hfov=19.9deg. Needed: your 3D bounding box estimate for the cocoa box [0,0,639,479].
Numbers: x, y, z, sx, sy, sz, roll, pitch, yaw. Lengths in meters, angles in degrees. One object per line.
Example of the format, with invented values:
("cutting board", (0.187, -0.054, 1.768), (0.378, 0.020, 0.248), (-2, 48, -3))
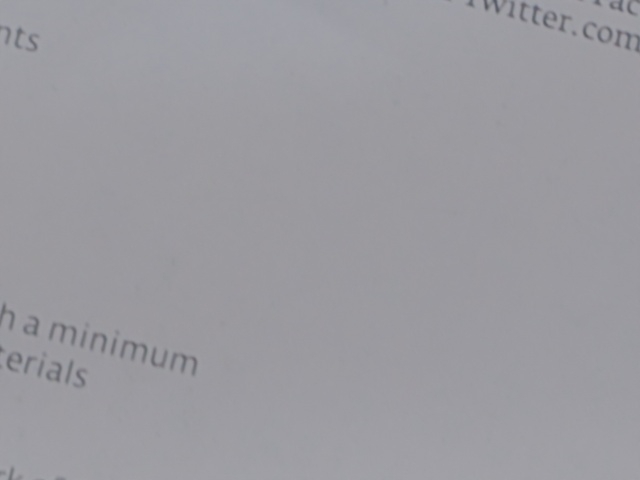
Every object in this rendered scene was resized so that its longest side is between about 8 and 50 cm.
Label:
("cocoa box", (0.000, 0.000, 0.444), (0.347, 0.231, 0.228), (15, -11, -4))
